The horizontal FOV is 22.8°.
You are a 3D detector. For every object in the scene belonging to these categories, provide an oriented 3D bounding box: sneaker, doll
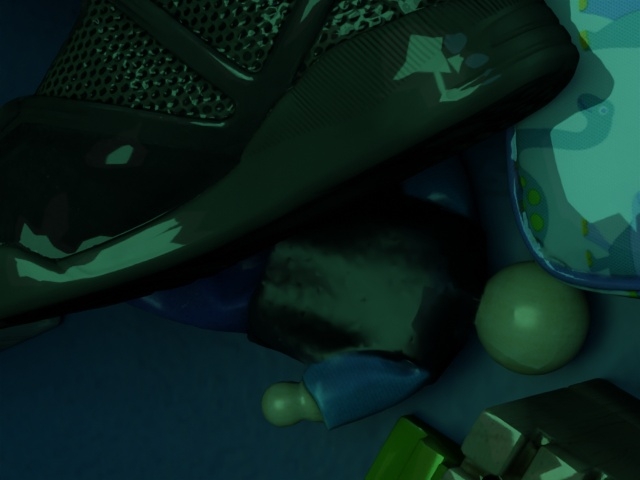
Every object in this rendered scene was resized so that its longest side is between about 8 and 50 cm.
[{"bbox_3d":[-0.049,-0.054,0.463,0.227,0.087,0.130,-28,81,28],"label":"sneaker"},{"bbox_3d":[0.000,0.000,0.535,0.189,0.046,0.129,18,76,20],"label":"doll"}]

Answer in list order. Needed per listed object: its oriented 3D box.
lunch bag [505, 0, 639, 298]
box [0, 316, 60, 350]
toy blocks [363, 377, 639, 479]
[{"bbox_3d":[0.143,-0.087,0.459,0.176,0.090,0.219,-2,88,23],"label":"lunch bag"},{"bbox_3d":[-0.168,0.008,0.574,0.102,0.101,0.087,-23,80,18],"label":"box"},{"bbox_3d":[0.134,0.157,0.366,0.381,0.261,0.190,33,101,19],"label":"toy blocks"}]
